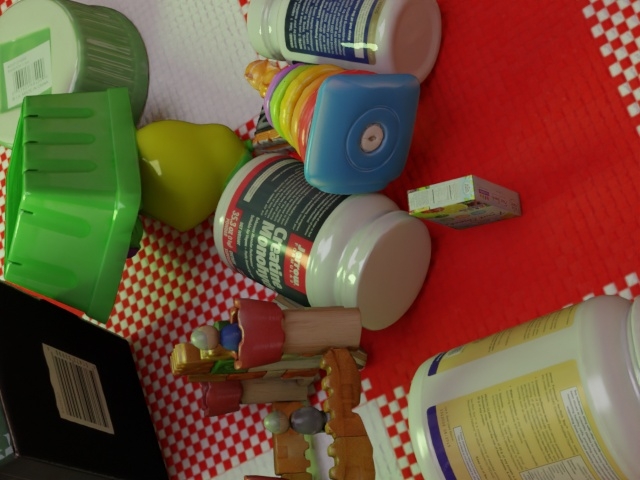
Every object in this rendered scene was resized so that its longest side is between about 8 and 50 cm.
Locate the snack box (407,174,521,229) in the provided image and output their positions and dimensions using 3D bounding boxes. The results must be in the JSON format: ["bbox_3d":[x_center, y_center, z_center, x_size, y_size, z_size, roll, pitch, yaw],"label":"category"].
[{"bbox_3d":[0.195,-0.049,1.646,0.100,0.141,0.037,-12,76,32],"label":"snack box"}]

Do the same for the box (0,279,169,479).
[{"bbox_3d":[-0.555,0.316,1.828,0.472,0.480,0.297,-25,67,11],"label":"box"}]

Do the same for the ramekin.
[{"bbox_3d":[-0.460,-0.279,2.126,0.303,0.148,0.303,-6,80,34],"label":"ramekin"}]

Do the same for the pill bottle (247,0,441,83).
[{"bbox_3d":[0.031,-0.311,1.792,0.265,0.153,0.153,15,91,34],"label":"pill bottle"}]

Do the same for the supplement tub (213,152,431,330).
[{"bbox_3d":[0.000,0.000,1.742,0.272,0.191,0.191,25,97,35],"label":"supplement tub"}]

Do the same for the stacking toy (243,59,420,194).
[{"bbox_3d":[-0.018,-0.192,1.722,0.302,0.175,0.166,34,121,45],"label":"stacking toy"}]

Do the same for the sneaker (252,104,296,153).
[{"bbox_3d":[-0.015,-0.192,1.852,0.215,0.084,0.083,-9,69,32],"label":"sneaker"}]

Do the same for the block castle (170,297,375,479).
[{"bbox_3d":[-0.082,0.257,1.597,0.453,0.213,0.303,123,144,-70],"label":"block castle"}]

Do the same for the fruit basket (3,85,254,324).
[{"bbox_3d":[-0.298,-0.074,1.923,0.392,0.392,0.283,43,127,31],"label":"fruit basket"}]

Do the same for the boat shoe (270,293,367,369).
[{"bbox_3d":[0.004,0.118,1.802,0.190,0.068,0.072,33,86,32],"label":"boat shoe"}]

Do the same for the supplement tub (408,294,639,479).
[{"bbox_3d":[0.300,0.207,1.475,0.331,0.241,0.241,-23,70,30],"label":"supplement tub"}]
